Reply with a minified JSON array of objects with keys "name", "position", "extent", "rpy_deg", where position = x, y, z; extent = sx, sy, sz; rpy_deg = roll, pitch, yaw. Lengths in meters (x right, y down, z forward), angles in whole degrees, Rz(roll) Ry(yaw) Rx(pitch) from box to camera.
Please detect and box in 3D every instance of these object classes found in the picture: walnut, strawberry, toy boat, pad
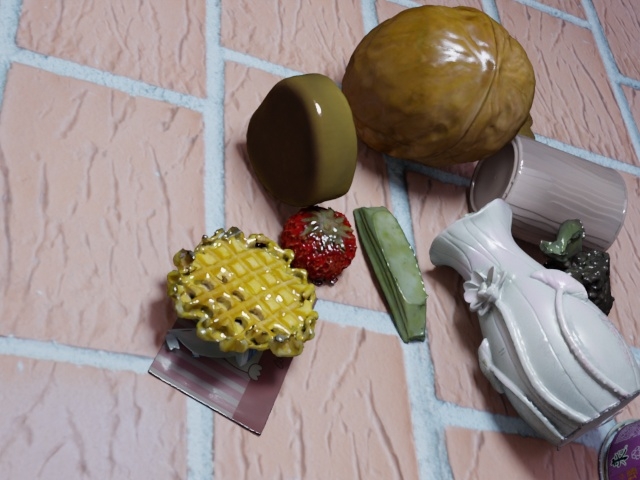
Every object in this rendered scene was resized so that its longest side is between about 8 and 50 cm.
[{"name":"walnut","position":[0.232,-0.309,1.781],"extent":[0.354,0.398,0.308],"rpy_deg":[6,87,-30]},{"name":"strawberry","position":[0.000,0.000,1.590],"extent":[0.145,0.086,0.145],"rpy_deg":[18,47,-20]},{"name":"toy boat","position":[-0.159,0.156,1.395],"extent":[0.149,0.034,0.105],"rpy_deg":[-18,62,-42]},{"name":"toy boat","position":[0.140,0.048,1.659],"extent":[0.093,0.055,0.293],"rpy_deg":[-1,57,-29]},{"name":"pad","position":[-0.131,0.148,1.448],"extent":[0.202,0.005,0.300],"rpy_deg":[32,46,-7]}]

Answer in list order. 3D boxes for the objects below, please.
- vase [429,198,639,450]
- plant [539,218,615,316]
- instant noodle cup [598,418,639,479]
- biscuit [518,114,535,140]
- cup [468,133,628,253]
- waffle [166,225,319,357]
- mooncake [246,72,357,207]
[{"name":"vase","position":[0.380,0.141,1.624],"extent":[0.250,0.250,0.445],"rpy_deg":[-11,59,-37]},{"name":"plant","position":[0.501,0.066,1.764],"extent":[0.203,0.131,0.142],"rpy_deg":[58,44,-28]},{"name":"instant noodle cup","position":[0.713,0.420,1.581],"extent":[0.340,0.266,0.340],"rpy_deg":[18,48,-21]},{"name":"biscuit","position":[0.425,-0.326,2.119],"extent":[0.183,0.047,0.320],"rpy_deg":[28,39,-19]},{"name":"cup","position":[0.473,-0.116,1.887],"extent":[0.273,0.208,0.288],"rpy_deg":[17,50,-18]},{"name":"waffle","position":[-0.120,0.076,1.432],"extent":[0.262,0.060,0.280],"rpy_deg":[19,37,-25]},{"name":"mooncake","position":[-0.024,-0.170,1.599],"extent":[0.117,0.235,0.235],"rpy_deg":[-15,65,-40]}]
